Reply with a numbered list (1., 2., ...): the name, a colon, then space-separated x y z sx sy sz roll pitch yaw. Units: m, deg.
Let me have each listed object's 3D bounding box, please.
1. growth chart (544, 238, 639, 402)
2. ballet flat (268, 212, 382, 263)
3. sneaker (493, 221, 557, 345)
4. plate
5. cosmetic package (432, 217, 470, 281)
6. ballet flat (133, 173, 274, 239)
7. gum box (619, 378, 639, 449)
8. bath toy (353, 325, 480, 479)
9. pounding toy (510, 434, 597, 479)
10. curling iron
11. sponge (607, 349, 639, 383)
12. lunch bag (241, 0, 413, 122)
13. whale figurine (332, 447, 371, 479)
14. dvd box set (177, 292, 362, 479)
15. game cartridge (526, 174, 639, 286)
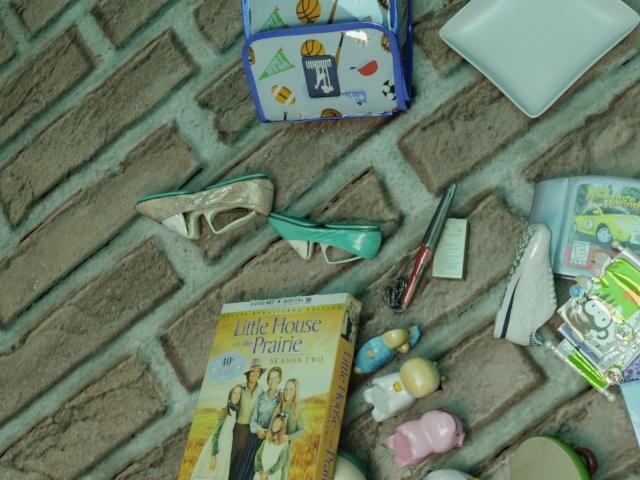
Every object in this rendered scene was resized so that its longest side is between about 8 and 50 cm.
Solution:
1. growth chart: 0.496 0.132 1.361 0.172 0.021 0.237 37 101 22
2. ballet flat: 0.000 0.000 1.579 0.247 0.083 0.087 8 94 22
3. sneaker: 0.376 0.078 1.399 0.095 0.090 0.235 16 118 11
4. plate: 0.422 -0.411 1.551 0.277 0.045 0.278 -43 68 4
5. cosmetic package: 0.249 0.017 1.510 0.060 0.041 0.115 5 79 21
6. ballet flat: -0.246 -0.061 1.663 0.316 0.107 0.106 -11 82 17
7. gum box: 0.586 0.303 1.271 0.157 0.041 0.184 -18 72 16
8. bath toy: 0.191 0.330 1.418 0.151 0.129 0.348 -51 56 50
9. pounding toy: 0.429 0.427 1.311 0.237 0.110 0.183 -135 50 -56
10. curling iron: 0.188 0.015 1.499 0.068 0.035 0.274 34 105 35
11. sponge: 0.590 0.228 1.340 0.210 0.031 0.117 37 90 29
12. lunch bag: 0.017 -0.436 1.599 0.328 0.239 0.385 -1 93 18
13. whale figurine: 0.030 0.501 1.439 0.216 0.141 0.272 -19 96 19
14. dvd box set: -0.097 0.304 1.444 0.307 0.062 0.420 -7 58 33
15. game cartridge: 0.519 -0.016 1.415 0.294 0.060 0.196 9 76 23
